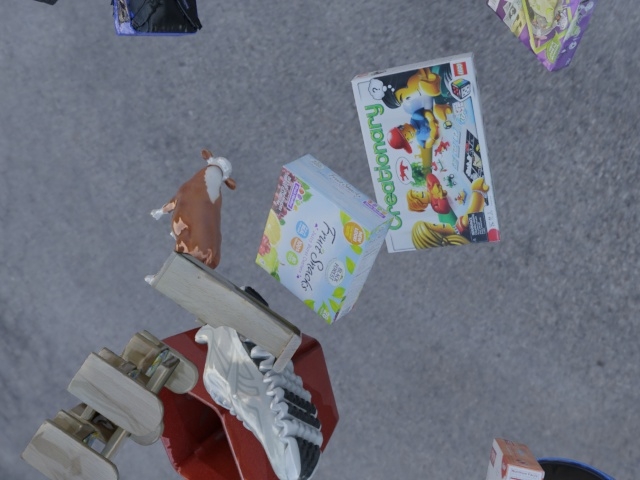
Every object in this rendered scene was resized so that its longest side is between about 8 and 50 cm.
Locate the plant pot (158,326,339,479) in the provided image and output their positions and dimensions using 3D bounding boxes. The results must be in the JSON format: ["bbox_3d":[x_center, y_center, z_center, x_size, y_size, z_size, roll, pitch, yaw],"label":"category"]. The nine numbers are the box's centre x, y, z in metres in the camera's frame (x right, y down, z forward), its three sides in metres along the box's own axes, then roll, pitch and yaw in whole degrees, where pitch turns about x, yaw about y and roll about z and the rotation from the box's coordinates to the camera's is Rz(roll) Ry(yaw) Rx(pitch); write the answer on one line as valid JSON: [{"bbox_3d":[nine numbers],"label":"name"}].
[{"bbox_3d":[-0.123,0.274,1.185,0.267,0.235,0.267,15,127,45],"label":"plant pot"}]

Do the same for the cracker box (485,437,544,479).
[{"bbox_3d":[0.324,0.485,1.230,0.067,0.156,0.233,11,91,6],"label":"cracker box"}]

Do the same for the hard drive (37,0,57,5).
[{"bbox_3d":[-0.515,-0.466,1.017,0.236,0.338,0.064,-14,74,50],"label":"hard drive"}]

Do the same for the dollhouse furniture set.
[{"bbox_3d":[-0.152,0.157,0.754,0.161,0.242,0.212,34,177,0],"label":"dollhouse furniture set"}]

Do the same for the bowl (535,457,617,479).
[{"bbox_3d":[0.473,0.623,1.408,0.390,0.391,0.077,1,143,34],"label":"bowl"}]

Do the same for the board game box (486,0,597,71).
[{"bbox_3d":[0.383,-0.474,1.128,0.347,0.056,0.208,98,153,-54],"label":"board game box"}]

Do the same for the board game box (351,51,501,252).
[{"bbox_3d":[0.178,-0.135,1.150,0.192,0.053,0.306,-7,111,20],"label":"board game box"}]

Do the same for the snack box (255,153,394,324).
[{"bbox_3d":[0.000,0.000,1.086,0.174,0.070,0.207,39,135,19],"label":"snack box"}]

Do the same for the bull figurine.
[{"bbox_3d":[-0.257,-0.041,1.409,0.188,0.311,0.101,-36,127,29],"label":"bull figurine"}]

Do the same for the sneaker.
[{"bbox_3d":[-0.086,0.199,0.930,0.118,0.292,0.110,-33,137,6],"label":"sneaker"}]

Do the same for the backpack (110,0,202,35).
[{"bbox_3d":[-0.213,-0.312,0.856,0.101,0.097,0.120,13,110,46],"label":"backpack"}]
